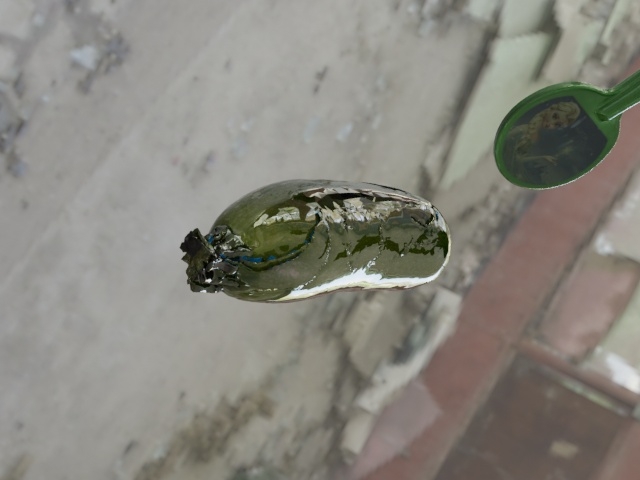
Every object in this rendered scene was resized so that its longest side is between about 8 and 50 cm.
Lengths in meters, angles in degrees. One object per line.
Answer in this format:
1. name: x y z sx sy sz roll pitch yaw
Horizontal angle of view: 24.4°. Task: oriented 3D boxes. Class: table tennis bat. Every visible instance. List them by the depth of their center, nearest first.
1. table tennis bat: 0.333 -0.152 1.837 0.257 0.039 0.160 -33 133 11

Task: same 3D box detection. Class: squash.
1. squash: -0.001 0.001 1.007 0.331 0.087 0.087 -6 120 -60
